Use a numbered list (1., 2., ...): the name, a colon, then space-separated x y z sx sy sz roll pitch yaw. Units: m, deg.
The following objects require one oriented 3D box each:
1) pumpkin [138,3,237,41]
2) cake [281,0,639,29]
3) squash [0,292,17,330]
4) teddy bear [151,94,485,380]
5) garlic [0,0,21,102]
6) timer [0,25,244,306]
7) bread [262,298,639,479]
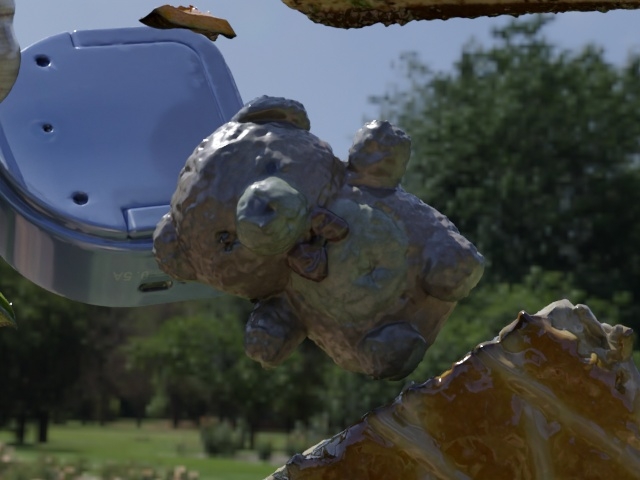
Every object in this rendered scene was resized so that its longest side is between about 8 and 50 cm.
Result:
1. pumpkin: -0.148 -0.249 1.639 0.101 0.035 0.073 12 2 -20
2. cake: 0.068 -0.158 0.820 0.246 0.135 0.112 36 5 28
3. squash: -0.447 0.064 1.553 0.252 0.169 0.093 39 -9 46
4. teddy bear: 0.001 0.001 1.259 0.267 0.236 0.151 36 -3 -13
5. garlic: -0.438 -0.212 1.501 0.245 0.245 0.253 3 5 -1
6. timer: -0.267 -0.087 1.806 0.395 0.395 0.173 4 -39 -12
7. bread: 0.159 0.285 1.249 0.371 0.390 0.279 -32 0 -4
